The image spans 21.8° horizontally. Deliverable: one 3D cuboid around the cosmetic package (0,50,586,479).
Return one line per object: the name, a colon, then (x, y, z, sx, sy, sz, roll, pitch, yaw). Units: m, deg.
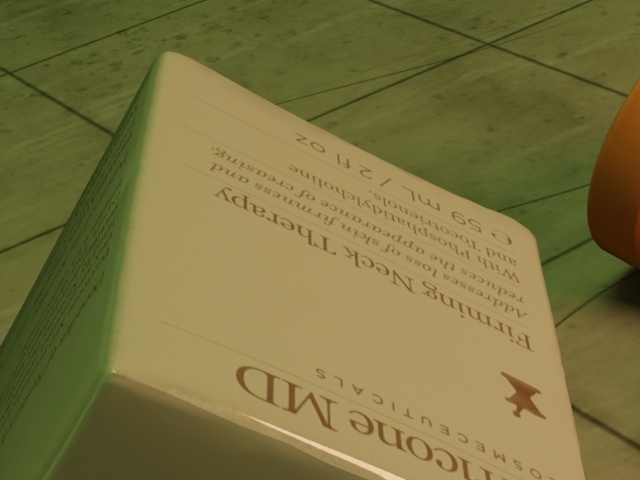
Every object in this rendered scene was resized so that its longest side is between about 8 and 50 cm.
cosmetic package: (-0.049, 0.146, 1.133, 0.329, 0.327, 0.394, 25, 29, -16)

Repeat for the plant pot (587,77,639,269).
plant pot: (0.430, -0.062, 1.607, 0.291, 0.291, 0.203, -30, 52, -33)
